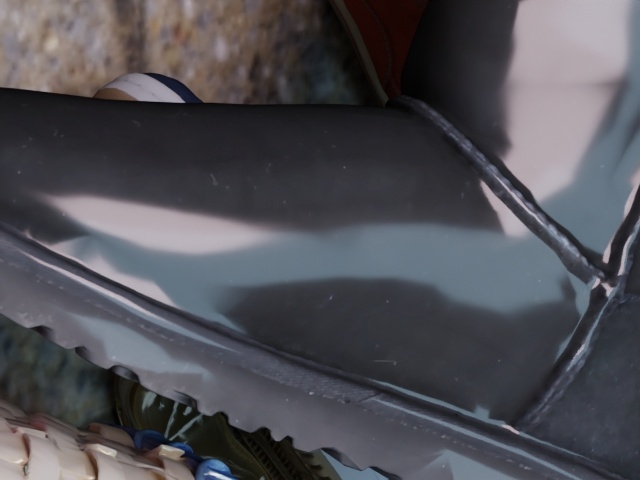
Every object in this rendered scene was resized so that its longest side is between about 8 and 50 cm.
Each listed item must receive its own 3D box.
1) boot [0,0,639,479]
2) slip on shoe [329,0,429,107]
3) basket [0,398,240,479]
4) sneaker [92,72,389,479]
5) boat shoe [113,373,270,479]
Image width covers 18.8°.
[{"bbox_3d":[0.071,-0.135,0.752,0.367,0.146,0.445,24,94,-28],"label":"boot"},{"bbox_3d":[0.087,-0.105,0.972,0.123,0.101,0.331,-52,130,-19],"label":"slip on shoe"},{"bbox_3d":[-0.096,0.177,0.802,0.289,0.255,0.201,25,84,-23],"label":"basket"},{"bbox_3d":[0.000,0.000,0.927,0.153,0.099,0.282,-43,130,-21],"label":"sneaker"},{"bbox_3d":[-0.060,0.110,0.942,0.050,0.045,0.135,-32,119,-18],"label":"boat shoe"}]
